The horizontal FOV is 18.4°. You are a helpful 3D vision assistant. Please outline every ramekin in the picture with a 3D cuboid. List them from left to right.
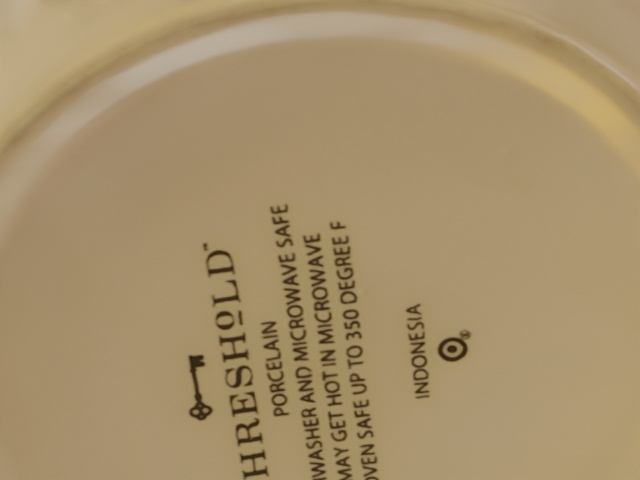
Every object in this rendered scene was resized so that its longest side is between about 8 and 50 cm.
[{"bbox_3d":[0.000,0.000,0.539,0.127,0.273,0.273,-98,26,-58],"label":"ramekin"}]
